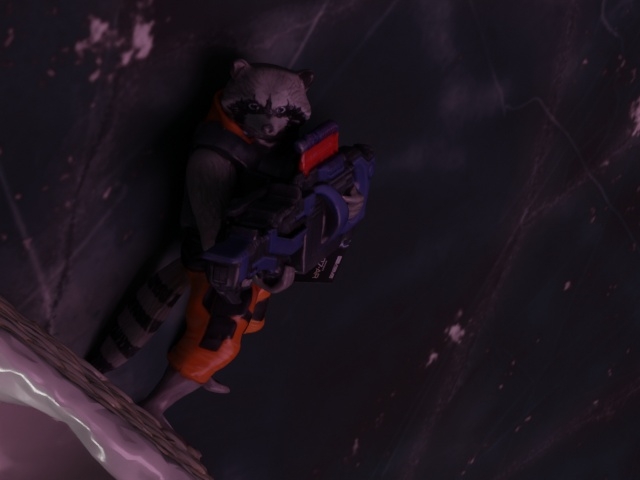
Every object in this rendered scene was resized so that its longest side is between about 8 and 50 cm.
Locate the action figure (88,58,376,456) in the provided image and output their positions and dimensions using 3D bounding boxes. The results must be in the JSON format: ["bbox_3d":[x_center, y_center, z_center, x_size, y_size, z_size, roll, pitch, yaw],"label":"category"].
[{"bbox_3d":[-0.090,0.005,1.468,0.341,0.179,0.330,-25,135,-70],"label":"action figure"}]

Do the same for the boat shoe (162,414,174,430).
[{"bbox_3d":[-0.137,0.249,1.625,0.083,0.183,0.065,-35,177,-17],"label":"boat shoe"}]

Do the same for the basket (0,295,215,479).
[{"bbox_3d":[-0.259,0.229,1.261,0.328,0.266,0.331,42,87,-21],"label":"basket"}]

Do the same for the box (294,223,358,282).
[{"bbox_3d":[0.000,0.000,1.688,0.067,0.018,0.083,5,114,-49],"label":"box"}]
